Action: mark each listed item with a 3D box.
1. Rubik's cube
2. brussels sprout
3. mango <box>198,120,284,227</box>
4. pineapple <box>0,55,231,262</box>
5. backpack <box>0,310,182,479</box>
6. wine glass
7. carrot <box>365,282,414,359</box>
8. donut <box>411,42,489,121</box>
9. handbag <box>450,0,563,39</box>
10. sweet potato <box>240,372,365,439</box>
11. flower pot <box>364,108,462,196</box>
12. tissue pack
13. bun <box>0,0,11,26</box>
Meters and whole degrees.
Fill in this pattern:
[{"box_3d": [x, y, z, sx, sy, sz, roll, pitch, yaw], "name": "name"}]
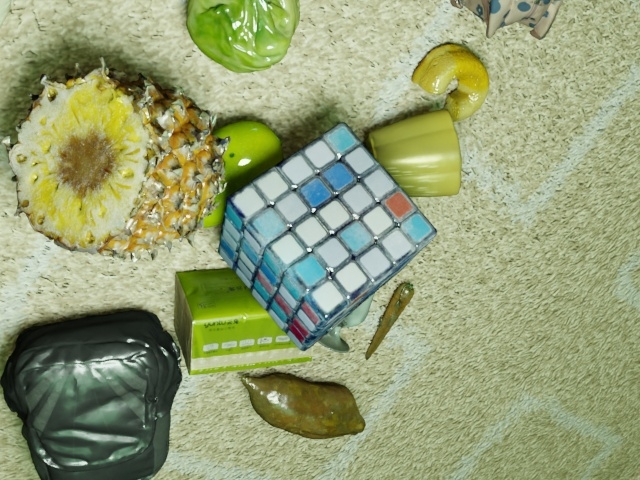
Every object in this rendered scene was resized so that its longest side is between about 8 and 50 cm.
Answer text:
[{"box_3d": [0.000, 0.000, 1.400, 0.293, 0.292, 0.287, -39, 172, -21], "name": "Rubik's cube"}, {"box_3d": [-0.139, -0.412, 1.290, 0.223, 0.161, 0.223, 0, 110, 1], "name": "brussels sprout"}, {"box_3d": [-0.201, -0.122, 1.439, 0.293, 0.143, 0.175, -34, 124, 10], "name": "mango"}, {"box_3d": [-0.326, -0.127, 1.244, 0.352, 0.352, 0.300, -61, 160, 17], "name": "pineapple"}, {"box_3d": [-0.475, 0.367, 1.539, 0.363, 0.255, 0.446, -4, 111, -17], "name": "backpack"}, {"box_3d": [0.072, 0.148, 1.729, 0.103, 0.103, 0.231, 15, 108, -29], "name": "wine glass"}, {"box_3d": [0.172, 0.210, 1.845, 0.049, 0.049, 0.254, 13, 116, -28], "name": "carrot"}, {"box_3d": [0.297, -0.342, 1.558, 0.146, 0.078, 0.181, -43, 127, 8], "name": "donut"}, {"box_3d": [0.361, -0.511, 1.391, 0.190, 0.251, 0.193, -7, 130, -12], "name": "handbag"}, {"box_3d": [-0.048, 0.417, 1.808, 0.369, 0.158, 0.158, 16, 111, -30], "name": "sweet potato"}, {"box_3d": [0.193, -0.176, 1.552, 0.179, 0.195, 0.195, -9, 122, -4], "name": "flower pot"}, {"box_3d": [-0.167, 0.168, 1.578, 0.274, 0.200, 0.167, -4, 121, -20], "name": "tissue pack"}, {"box_3d": [-0.603, -0.391, 1.113, 0.231, 0.133, 0.231, -21, 149, -13], "name": "bun"}]
